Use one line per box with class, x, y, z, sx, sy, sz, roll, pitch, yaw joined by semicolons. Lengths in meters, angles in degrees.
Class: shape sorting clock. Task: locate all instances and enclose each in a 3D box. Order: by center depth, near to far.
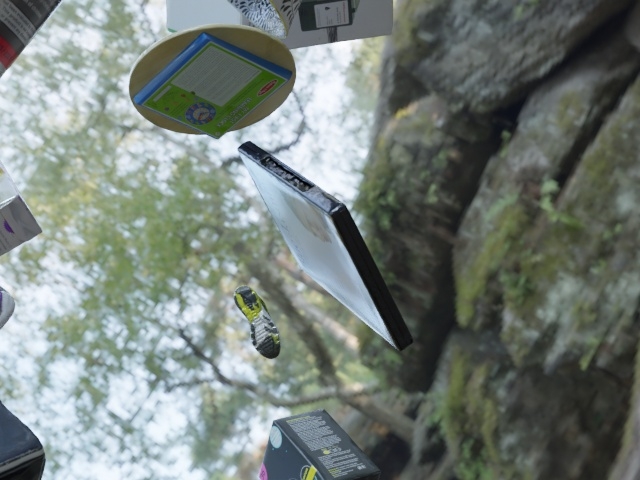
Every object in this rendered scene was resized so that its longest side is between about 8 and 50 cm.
shape sorting clock;-0.132;-0.196;1.454;0.206;0.206;0.040;71;-171;-56

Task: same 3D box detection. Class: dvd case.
dvd case;0.000;0.000;1.260;0.022;0.253;0.180;-34;-60;-11

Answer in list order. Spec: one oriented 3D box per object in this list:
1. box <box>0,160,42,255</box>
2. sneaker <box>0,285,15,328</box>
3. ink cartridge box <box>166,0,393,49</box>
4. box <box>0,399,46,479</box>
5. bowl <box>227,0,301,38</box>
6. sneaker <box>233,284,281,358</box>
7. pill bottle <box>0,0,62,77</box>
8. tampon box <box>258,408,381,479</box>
box;-0.432;-0.093;1.481;0.063;0.324;0.067;-31;-50;-11
sneaker;-0.490;0.039;1.500;0.095;0.236;0.104;-52;-36;-22
ink cartridge box;-0.060;-0.371;1.809;0.289;0.211;0.121;-15;-63;-35
box;-0.555;0.195;0.902;0.480;0.472;0.297;-19;-42;-45
bowl;-0.068;-0.298;1.235;0.080;0.170;0.170;-45;-29;-7
sneaker;-0.062;0.084;1.246;0.031;0.083;0.035;-23;-1;10
pill bottle;-0.294;-0.322;1.153;0.318;0.176;0.176;-53;-27;-8
tampon box;-0.005;0.360;1.831;0.101;0.161;0.120;-7;-56;-35
